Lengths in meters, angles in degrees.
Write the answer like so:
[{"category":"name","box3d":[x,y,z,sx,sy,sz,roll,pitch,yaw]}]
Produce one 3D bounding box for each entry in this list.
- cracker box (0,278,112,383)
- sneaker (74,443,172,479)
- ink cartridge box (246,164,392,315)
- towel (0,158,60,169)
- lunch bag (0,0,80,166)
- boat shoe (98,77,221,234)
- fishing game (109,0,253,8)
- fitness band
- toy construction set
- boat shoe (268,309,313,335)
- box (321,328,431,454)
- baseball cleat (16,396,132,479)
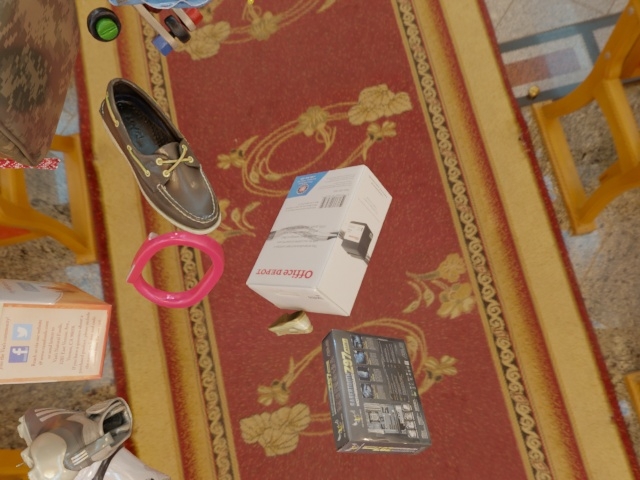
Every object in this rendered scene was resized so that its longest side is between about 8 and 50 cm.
[{"category":"cracker box","box3d":[-0.307,0.064,0.388,0.232,0.155,0.067,8,88,-39]},{"category":"sneaker","box3d":[-0.400,0.514,0.929,0.210,0.137,0.366,36,123,-4]},{"category":"ink cartridge box","box3d":[0.000,0.000,1.113,0.223,0.129,0.308,-2,56,43]},{"category":"towel","box3d":[-0.826,-0.191,1.251,0.274,0.198,0.031,-8,102,-37]},{"category":"lunch bag","box3d":[-0.383,-0.211,0.446,0.255,0.305,0.213,16,80,-18]},{"category":"boat shoe","box3d":[-0.208,-0.108,0.644,0.081,0.069,0.228,-37,85,-30]},{"category":"fishing game","box3d":[-0.211,-0.343,0.633,0.263,0.041,0.189,5,45,-1]},{"category":"fitness band","box3d":[-0.370,0.076,1.269,0.208,0.291,0.054,22,41,-28]},{"category":"toy construction set","box3d":[-0.349,-0.540,0.926,0.309,0.257,0.237,-52,60,22]},{"category":"boat shoe","box3d":[-0.070,0.196,1.126,0.048,0.153,0.056,53,53,-7]},{"category":"box","box3d":[0.105,0.298,0.984,0.183,0.059,0.233,13,44,-24]},{"category":"baseball cleat","box3d":[-0.264,0.210,0.535,0.109,0.205,0.072,-22,100,-32]}]
